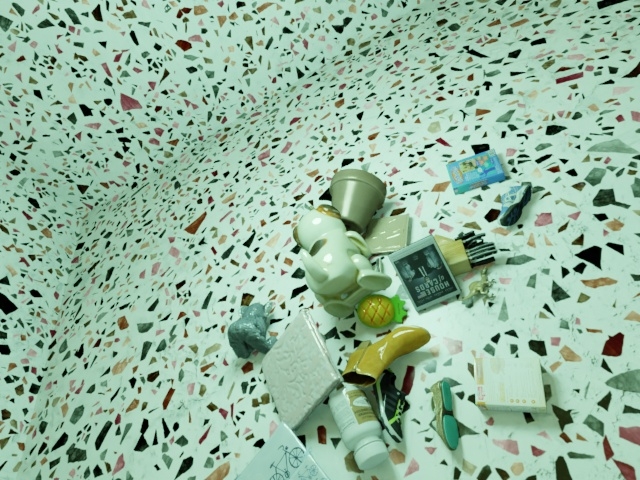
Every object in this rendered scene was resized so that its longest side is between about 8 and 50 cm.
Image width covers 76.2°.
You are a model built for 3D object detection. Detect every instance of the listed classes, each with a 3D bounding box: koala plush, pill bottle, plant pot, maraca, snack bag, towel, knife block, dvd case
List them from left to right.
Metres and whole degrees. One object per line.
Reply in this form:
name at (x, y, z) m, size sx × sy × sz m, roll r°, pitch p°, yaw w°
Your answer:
koala plush at (-0.286, 0.354, 1.745) m, size 0.196 × 0.203 × 0.221 m, roll -14°, pitch 37°, yaw 22°
snack bag at (-0.128, 0.817, 1.325) m, size 0.323 × 0.037 × 0.343 m, roll -50°, pitch 49°, yaw -3°
towel at (-0.081, 0.472, 1.489) m, size 0.331 × 0.054 × 0.317 m, roll -53°, pitch 46°, yaw 24°
plant pot at (0.144, -0.155, 1.826) m, size 0.263 × 0.263 × 0.229 m, roll 1°, pitch 58°, yaw 33°
pill bottle at (0.124, 0.597, 1.312) m, size 0.131 × 0.131 × 0.229 m, roll -34°, pitch 44°, yaw 4°
maraca at (0.231, 0.264, 1.541) m, size 0.186 × 0.099 × 0.127 m, roll -7°, pitch 84°, yaw 7°
dvd case at (0.379, 0.121, 1.491) m, size 0.179 × 0.238 × 0.029 m, roll -27°, pitch 3°, yaw 15°
knife block at (0.508, 0.081, 1.522) m, size 0.242 × 0.088 × 0.275 m, roll 23°, pitch 69°, yaw 43°

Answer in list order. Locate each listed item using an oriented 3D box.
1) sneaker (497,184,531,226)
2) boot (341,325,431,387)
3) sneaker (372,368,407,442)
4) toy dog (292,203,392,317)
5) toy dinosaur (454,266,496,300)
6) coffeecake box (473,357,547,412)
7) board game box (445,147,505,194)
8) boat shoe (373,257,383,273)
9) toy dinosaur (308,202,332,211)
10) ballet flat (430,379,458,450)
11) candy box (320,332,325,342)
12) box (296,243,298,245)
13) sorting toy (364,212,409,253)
sneaker at (0.732, -0.133, 1.572) m, size 0.081 × 0.080 × 0.211 m, roll 17°, pitch 56°, yaw 47°
boot at (0.221, 0.399, 1.374) m, size 0.295 × 0.104 × 0.211 m, roll -22°, pitch 12°, yaw 29°
sneaker at (0.238, 0.528, 1.331) m, size 0.097 × 0.084 × 0.234 m, roll -25°, pitch 45°, yaw 11°
toy dog at (0.026, 0.055, 1.638) m, size 0.284 × 0.396 × 0.407 m, roll -49°, pitch 42°, yaw 30°
toy dinosaur at (0.562, 0.175, 1.447) m, size 0.183 × 0.053 × 0.093 m, roll -43°, pitch 31°, yaw -20°
coffeecake box at (0.562, 0.430, 1.218) m, size 0.186 × 0.068 × 0.142 m, roll -8°, pitch 52°, yaw 27°
board game box at (0.664, -0.297, 1.761) m, size 0.211 × 0.047 × 0.160 m, roll -16°, pitch 49°, yaw 20°
boat shoe at (0.237, 0.132, 1.683) m, size 0.043 × 0.049 × 0.136 m, roll -15°, pitch 53°, yaw 25°
toy dinosaur at (0.045, -0.118, 1.996) m, size 0.118 × 0.064 × 0.268 m, roll -54°, pitch 46°, yaw 9°
ballet flat at (0.377, 0.540, 1.260) m, size 0.067 × 0.073 × 0.206 m, roll -38°, pitch 33°, yaw 41°
candy box at (-0.038, 0.460, 1.583) m, size 0.109 × 0.053 × 0.186 m, roll -18°, pitch 46°, yaw 20°
box at (0.000, 0.000, 1.914) m, size 0.233 × 0.058 × 0.087 m, roll 8°, pitch 80°, yaw 35°
sorting toy at (0.289, -0.023, 1.787) m, size 0.208 × 0.038 × 0.192 m, roll -10°, pitch 50°, yaw 31°
